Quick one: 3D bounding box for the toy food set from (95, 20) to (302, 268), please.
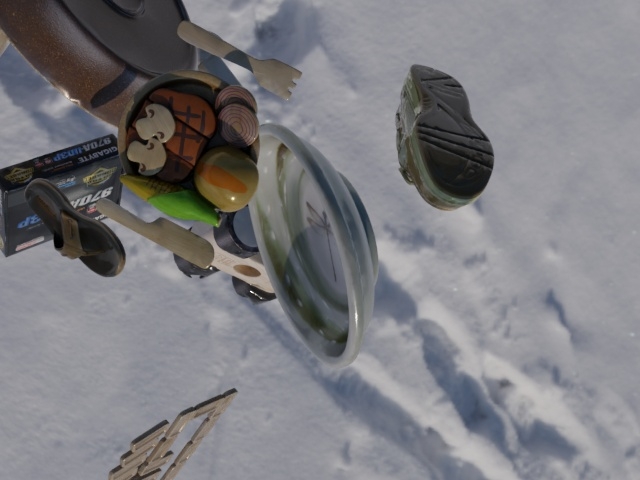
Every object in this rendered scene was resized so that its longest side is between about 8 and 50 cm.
[{"bbox_3d":[-0.109,-0.080,0.741,0.132,0.038,0.192,26,100,-1],"label":"toy food set"}]

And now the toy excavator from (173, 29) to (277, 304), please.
[{"bbox_3d":[-0.163,-0.148,1.779,0.432,0.222,0.445,28,59,-27],"label":"toy excavator"}]

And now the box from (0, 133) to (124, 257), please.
[{"bbox_3d":[-0.442,-0.077,1.484,0.220,0.051,0.175,-25,154,-34],"label":"box"}]

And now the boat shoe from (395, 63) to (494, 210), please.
[{"bbox_3d":[0.073,-0.061,0.570,0.056,0.153,0.048,15,125,-16],"label":"boat shoe"}]

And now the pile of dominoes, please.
[{"bbox_3d":[-0.249,0.308,1.269,0.196,0.040,0.251,-13,144,-54],"label":"pile of dominoes"}]

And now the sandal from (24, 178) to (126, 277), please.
[{"bbox_3d":[-0.330,-0.011,1.146,0.180,0.072,0.049,40,36,10],"label":"sandal"}]

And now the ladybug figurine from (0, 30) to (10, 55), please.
[{"bbox_3d":[-0.554,-0.321,1.058,0.162,0.449,0.305,-50,152,-70],"label":"ladybug figurine"}]

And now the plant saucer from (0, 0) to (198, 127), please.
[{"bbox_3d":[-0.223,-0.252,0.884,0.310,0.050,0.311,45,29,-33],"label":"plant saucer"}]

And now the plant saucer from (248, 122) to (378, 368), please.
[{"bbox_3d":[0.000,0.000,1.393,0.100,0.400,0.401,-18,106,-20],"label":"plant saucer"}]
